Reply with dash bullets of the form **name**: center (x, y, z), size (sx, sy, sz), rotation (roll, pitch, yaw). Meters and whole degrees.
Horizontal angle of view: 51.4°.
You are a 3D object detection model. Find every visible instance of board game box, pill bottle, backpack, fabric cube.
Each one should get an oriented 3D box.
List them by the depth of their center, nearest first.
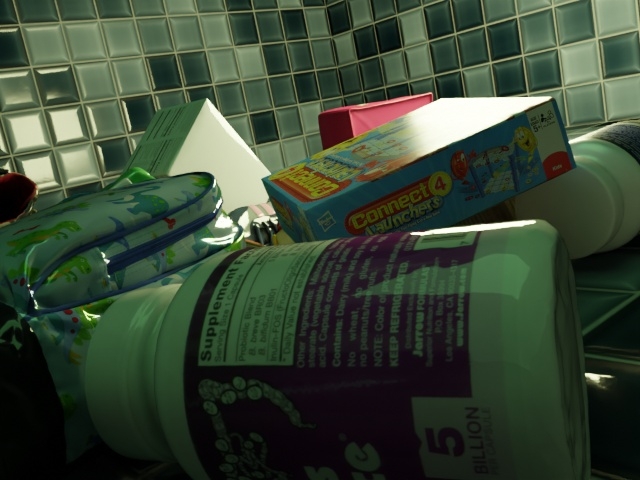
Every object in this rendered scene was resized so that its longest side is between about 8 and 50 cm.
- **pill bottle**: center (0.005, 0.083, 0.429), size (0.302, 0.169, 0.169), rotation (-7, 11, 26)
- **backpack**: center (-0.210, 0.068, 0.624), size (0.290, 0.273, 0.356), rotation (-11, -4, 39)
- **board game box**: center (0.098, -0.085, 0.846), size (0.302, 0.086, 0.308), rotation (-25, 16, -8)
- **pill bottle**: center (0.377, -0.069, 0.891), size (0.153, 0.153, 0.265), rotation (-1, 14, 43)
- **fabric cube**: center (0.166, -0.263, 1.880), size (0.254, 0.258, 0.258), rotation (-13, 10, -16)

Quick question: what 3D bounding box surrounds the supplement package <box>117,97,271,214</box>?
- **supplement package**: center (-0.247, -0.125, 1.385), size (0.145, 0.262, 0.204), rotation (-3, 53, 34)

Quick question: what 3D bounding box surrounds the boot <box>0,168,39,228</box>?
- **boot**: center (-0.572, -0.005, 1.228), size (0.377, 0.138, 0.284), rotation (-30, -19, -50)

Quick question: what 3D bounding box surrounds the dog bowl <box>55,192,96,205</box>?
- **dog bowl**: center (-0.358, 0.000, 1.239), size (0.298, 0.165, 0.074), rotation (-2, -11, -19)

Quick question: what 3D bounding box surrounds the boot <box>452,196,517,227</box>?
- **boot**: center (0.181, -0.003, 0.951), size (0.220, 0.109, 0.283), rotation (-25, -6, 27)

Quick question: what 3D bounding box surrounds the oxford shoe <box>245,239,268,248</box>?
- **oxford shoe**: center (-0.105, 0.055, 0.914), size (0.272, 0.096, 0.098), rotation (-6, 18, 28)

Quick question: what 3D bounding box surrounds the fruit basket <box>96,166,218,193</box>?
- **fruit basket**: center (-0.348, 0.010, 1.002), size (0.327, 0.165, 0.353), rotation (-45, 30, -26)

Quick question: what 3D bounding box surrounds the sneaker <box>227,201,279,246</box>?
- **sneaker**: center (-0.083, -0.028, 1.287), size (0.131, 0.112, 0.319), rotation (-10, 11, 21)

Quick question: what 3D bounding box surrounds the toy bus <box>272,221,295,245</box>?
- **toy bus**: center (0.010, -0.003, 1.062), size (0.202, 0.190, 0.104), rotation (5, -26, 47)

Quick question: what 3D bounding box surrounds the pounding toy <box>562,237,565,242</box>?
- **pounding toy**: center (0.194, 0.021, 0.743), size (0.141, 0.100, 0.130), rotation (-10, 10, 9)
